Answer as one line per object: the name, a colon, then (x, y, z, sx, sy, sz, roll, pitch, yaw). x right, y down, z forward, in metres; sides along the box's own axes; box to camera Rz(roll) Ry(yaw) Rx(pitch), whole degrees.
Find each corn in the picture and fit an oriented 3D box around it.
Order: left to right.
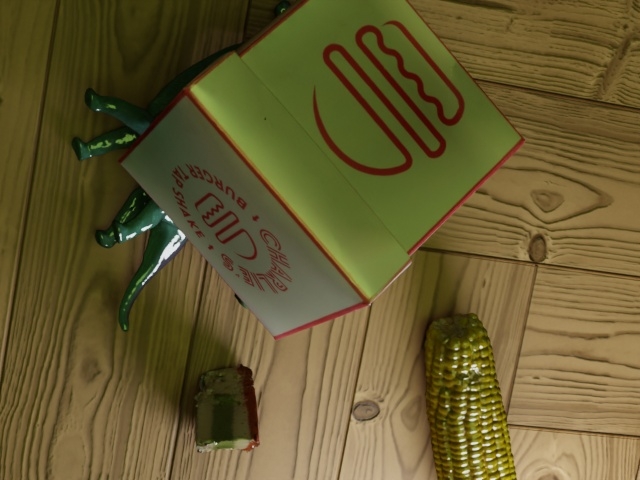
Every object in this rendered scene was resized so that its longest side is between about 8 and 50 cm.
corn: (0.218, 0.282, 1.990, 0.120, 0.120, 0.363, -11, 103, -16)

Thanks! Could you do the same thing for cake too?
cake: (-0.124, 0.263, 1.829, 0.086, 0.220, 0.116, -5, 111, -5)

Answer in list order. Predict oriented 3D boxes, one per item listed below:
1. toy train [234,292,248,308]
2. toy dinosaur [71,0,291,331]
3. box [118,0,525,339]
toy train: (0.000, 0.000, 1.862, 0.269, 0.115, 0.154, -23, 107, -12)
toy dinosaur: (-0.143, -0.103, 1.816, 0.331, 0.129, 0.383, -15, 106, -24)
box: (-0.005, -0.104, 1.632, 0.300, 0.314, 0.312, -44, 96, -24)
